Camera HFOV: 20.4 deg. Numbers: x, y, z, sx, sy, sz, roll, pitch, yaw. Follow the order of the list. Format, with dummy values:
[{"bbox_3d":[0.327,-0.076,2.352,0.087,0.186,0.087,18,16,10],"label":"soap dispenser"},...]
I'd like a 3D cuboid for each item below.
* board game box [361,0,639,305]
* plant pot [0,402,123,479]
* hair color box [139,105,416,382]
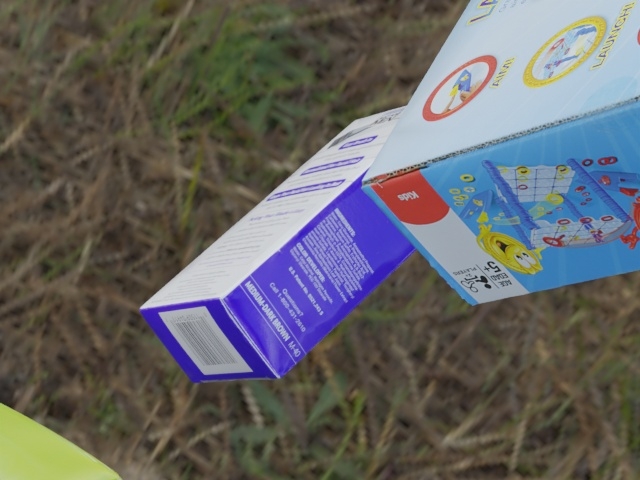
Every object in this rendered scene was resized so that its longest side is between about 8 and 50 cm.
[{"bbox_3d":[0.204,-0.131,0.778,0.086,0.302,0.308,47,55,-22],"label":"board game box"},{"bbox_3d":[-0.234,0.256,1.129,0.207,0.228,0.227,-31,29,-30],"label":"plant pot"},{"bbox_3d":[0.000,0.000,1.792,0.339,0.185,0.110,-44,107,-26],"label":"hair color box"}]
